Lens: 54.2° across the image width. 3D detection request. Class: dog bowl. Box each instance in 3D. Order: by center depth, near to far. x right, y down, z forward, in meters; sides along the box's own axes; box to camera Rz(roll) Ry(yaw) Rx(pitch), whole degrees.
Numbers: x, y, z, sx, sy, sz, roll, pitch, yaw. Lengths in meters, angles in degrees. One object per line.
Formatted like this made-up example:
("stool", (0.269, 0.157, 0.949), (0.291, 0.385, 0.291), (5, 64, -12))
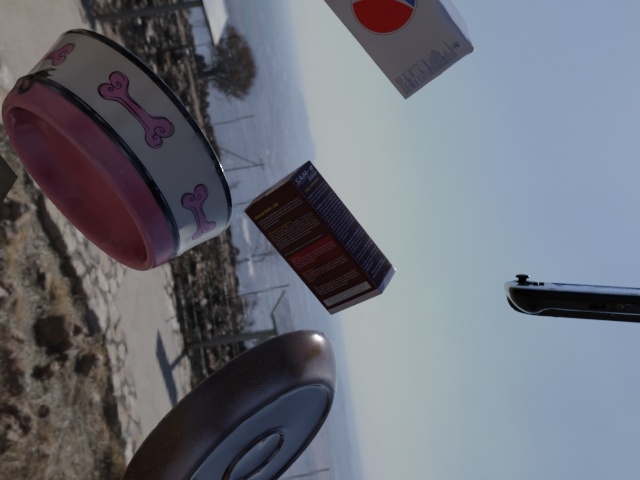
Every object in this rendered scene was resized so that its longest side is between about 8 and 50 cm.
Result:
("dog bowl", (-0.343, -0.122, 1.024), (0.408, 0.150, 0.408), (33, -30, 22))

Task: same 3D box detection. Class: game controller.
("game controller", (0.434, 0.085, 0.909), (0.166, 0.319, 0.067), (38, 55, -77))

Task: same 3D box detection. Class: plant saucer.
("plant saucer", (-0.087, 0.237, 0.730), (0.050, 0.310, 0.311), (43, -19, 28))

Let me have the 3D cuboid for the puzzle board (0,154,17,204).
("puzzle board", (-0.412, -0.084, 0.728), (0.128, 0.011, 0.096), (72, 23, -49))

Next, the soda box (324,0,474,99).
("soda box", (0.028, -0.219, 0.483), (0.216, 0.069, 0.074), (45, 29, -22))

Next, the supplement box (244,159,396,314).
("supplement box", (0.000, 0.000, 1.047), (0.239, 0.130, 0.073), (51, 43, -12))
